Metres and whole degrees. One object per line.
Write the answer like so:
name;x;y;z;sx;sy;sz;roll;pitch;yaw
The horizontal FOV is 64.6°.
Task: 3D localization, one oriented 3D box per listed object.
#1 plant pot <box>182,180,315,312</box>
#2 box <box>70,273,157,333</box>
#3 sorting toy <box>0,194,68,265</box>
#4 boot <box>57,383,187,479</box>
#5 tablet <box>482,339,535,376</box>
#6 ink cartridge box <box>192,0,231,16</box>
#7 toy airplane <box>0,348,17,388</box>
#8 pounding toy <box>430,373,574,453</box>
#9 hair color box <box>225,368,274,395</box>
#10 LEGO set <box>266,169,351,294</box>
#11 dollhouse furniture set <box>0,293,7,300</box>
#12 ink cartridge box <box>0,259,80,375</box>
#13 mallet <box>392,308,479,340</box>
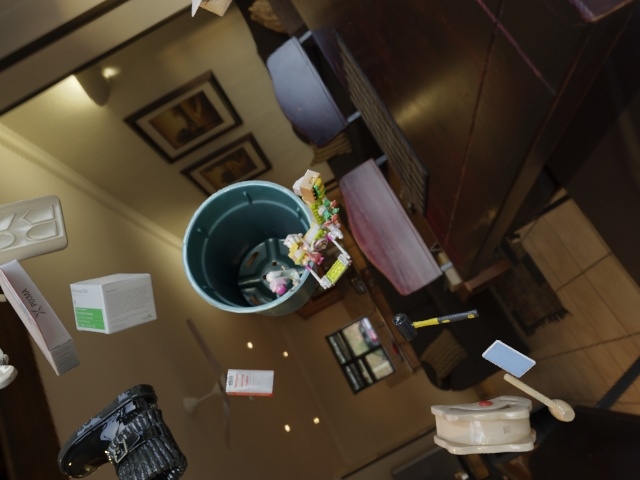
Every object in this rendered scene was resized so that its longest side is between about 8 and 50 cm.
plant pot;-0.155;0.057;1.394;0.341;0.341;0.334;61;178;19
box;-0.365;0.109;0.898;0.102;0.101;0.087;-13;-82;-54
sorting toy;-0.822;-0.010;1.299;0.229;0.308;0.041;53;151;41
boot;-0.517;0.571;1.297;0.260;0.348;0.131;52;-169;33
tablet;0.362;0.228;0.975;0.083;0.054;0.006;30;-142;4
ink cartridge box;-0.177;-0.475;0.885;0.060;0.104;0.180;12;-121;-32
toy airplane;-1.100;0.406;1.436;0.386;0.384;0.272;34;160;22
pounding toy;0.371;0.349;1.070;0.154;0.270;0.154;36;-131;-81
hair color box;-0.214;0.437;1.556;0.043;0.141;0.071;91;-178;-61
LEGO set;0.000;0.000;0.945;0.107;0.132;0.287;49;138;27
dollhouse furniture set;-1.006;0.205;1.537;0.091;0.114;0.081;11;-105;-36
ink cartridge box;-0.657;0.145;1.153;0.275;0.060;0.238;44;142;21
mallet;0.257;0.185;1.119;0.062;0.190;0.039;62;-149;-31
